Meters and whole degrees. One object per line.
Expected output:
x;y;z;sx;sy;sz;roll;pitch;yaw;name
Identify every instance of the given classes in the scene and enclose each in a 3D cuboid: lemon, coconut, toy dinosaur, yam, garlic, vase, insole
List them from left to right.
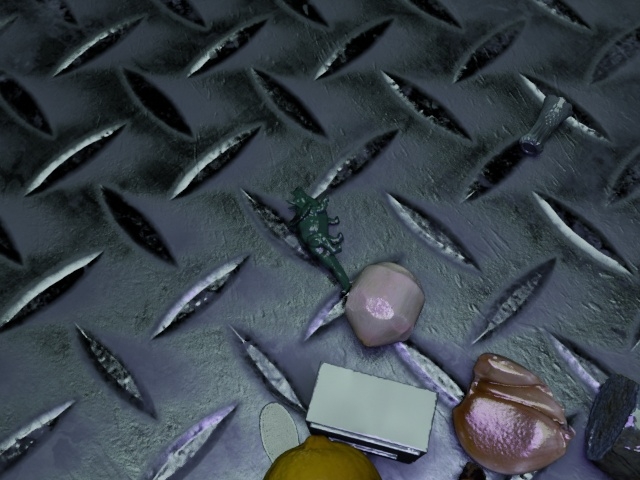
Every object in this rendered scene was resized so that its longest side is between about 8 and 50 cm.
-0.068;0.443;1.343;0.080;0.003;0.232;-23;68;-9;insole
0.006;0.504;1.180;0.261;0.260;0.284;-27;82;-10;lemon
0.014;-0.010;1.505;0.120;0.079;0.292;-36;67;-8;toy dinosaur
0.128;0.143;1.389;0.171;0.171;0.183;30;68;13;coconut
0.386;0.364;1.317;0.228;0.110;0.217;28;81;24;garlic
0.552;-0.280;1.613;0.081;0.081;0.148;34;74;15;vase
0.664;0.412;1.247;0.271;0.202;0.201;27;91;11;yam

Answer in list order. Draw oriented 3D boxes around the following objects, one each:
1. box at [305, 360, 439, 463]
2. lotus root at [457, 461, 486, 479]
0.096;0.344;1.263;0.225;0.225;0.117;13;67;8;box
0.244;0.544;1.201;0.183;0.182;0.310;31;52;14;lotus root
